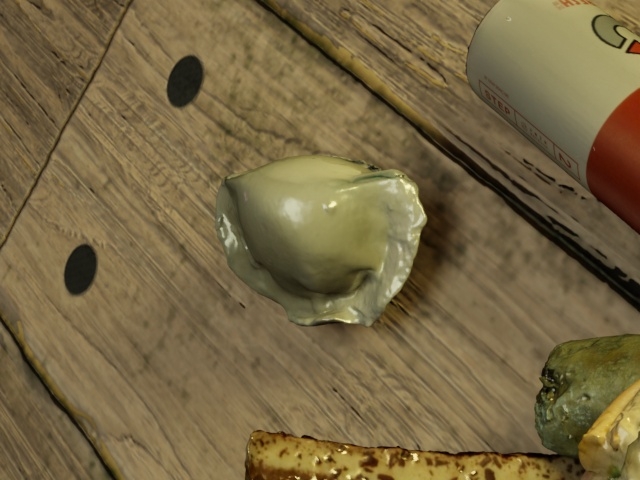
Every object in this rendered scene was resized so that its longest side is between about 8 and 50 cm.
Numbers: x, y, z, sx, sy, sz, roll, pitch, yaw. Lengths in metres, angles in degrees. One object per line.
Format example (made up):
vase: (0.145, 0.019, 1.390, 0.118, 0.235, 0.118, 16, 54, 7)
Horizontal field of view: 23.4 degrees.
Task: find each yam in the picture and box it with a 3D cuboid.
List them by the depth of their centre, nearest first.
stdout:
yam: (0.213, 0.088, 0.910, 0.179, 0.078, 0.078, -10, 71, 42)

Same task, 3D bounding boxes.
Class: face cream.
face cream: (0.190, -0.074, 0.967, 0.096, 0.096, 0.214, -57, 47, 16)

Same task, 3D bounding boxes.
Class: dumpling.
dumpling: (0.000, 0.000, 1.135, 0.188, 0.108, 0.127, 6, 108, 31)

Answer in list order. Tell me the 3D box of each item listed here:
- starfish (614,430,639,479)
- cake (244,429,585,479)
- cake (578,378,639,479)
starfish: (0.183, 0.228, 0.726, 0.432, 0.324, 0.082, -62, 23, -6)
cake: (0.035, 0.187, 0.949, 0.135, 0.246, 0.112, -29, 58, 58)
cake: (0.191, 0.184, 0.845, 0.109, 0.090, 0.225, 19, 112, 31)
